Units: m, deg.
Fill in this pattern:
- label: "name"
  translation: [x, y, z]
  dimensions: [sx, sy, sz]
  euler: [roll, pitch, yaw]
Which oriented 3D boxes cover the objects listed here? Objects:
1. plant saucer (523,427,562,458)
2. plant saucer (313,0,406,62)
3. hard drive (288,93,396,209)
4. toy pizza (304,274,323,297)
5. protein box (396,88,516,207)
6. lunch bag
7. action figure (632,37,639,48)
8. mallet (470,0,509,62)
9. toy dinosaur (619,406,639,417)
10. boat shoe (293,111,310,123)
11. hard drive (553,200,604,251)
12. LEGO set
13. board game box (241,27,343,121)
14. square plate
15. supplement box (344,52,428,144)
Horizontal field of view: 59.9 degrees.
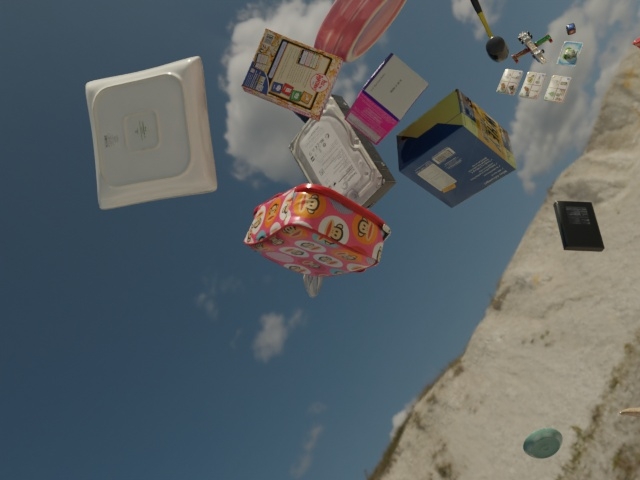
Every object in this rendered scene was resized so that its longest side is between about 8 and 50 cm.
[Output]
- label: "plant saucer"
  translation: [0.657, 0.602, 1.628]
  dimensions: [0.119, 0.021, 0.120]
  euler: [-2, -64, -4]
- label: "plant saucer"
  translation: [0.120, -0.570, 1.388]
  dimensions: [0.332, 0.084, 0.332]
  euler: [-47, -2, -2]
- label: "hard drive"
  translation: [0.052, -0.228, 1.638]
  dimensions: [0.064, 0.339, 0.237]
  euler: [-5, -31, -47]
- label: "toy pizza"
  translation: [-0.025, 0.076, 1.724]
  dimensions: [0.201, 0.032, 0.202]
  euler: [3, -90, -74]
- label: "protein box"
  translation: [0.329, -0.219, 1.362]
  dimensions: [0.201, 0.199, 0.136]
  euler: [29, -135, -30]
- label: "lunch bag"
  translation: [0.000, 0.000, 1.175]
  dimensions: [0.258, 0.293, 0.120]
  euler: [27, -112, -25]
- label: "action figure"
  translation: [0.739, -0.303, 1.067]
  dimensions: [0.091, 0.280, 0.139]
  euler: [-40, 3, 11]
- label: "mallet"
  translation: [0.313, -0.438, 1.080]
  dimensions: [0.039, 0.190, 0.062]
  euler: [-25, -2, 25]
- label: "toy dinosaur"
  translation: [0.591, 0.217, 0.876]
  dimensions: [0.295, 0.127, 0.200]
  euler: [-36, -14, -7]
- label: "boat shoe"
  translation: [0.015, -0.389, 1.854]
  dimensions: [0.109, 0.258, 0.089]
  euler: [-48, 7, -34]
- label: "hard drive"
  translation: [0.632, -0.036, 1.360]
  dimensions: [0.022, 0.094, 0.135]
  euler: [93, 179, -57]
- label: "LEGO set"
  translation: [0.621, -0.495, 1.547]
  dimensions: [0.060, 0.182, 0.244]
  euler: [38, -108, -60]
- label: "board game box"
  translation: [-0.064, -0.380, 1.278]
  dimensions: [0.045, 0.193, 0.147]
  euler: [43, -110, -86]
- label: "square plate"
  translation: [-0.448, -0.274, 1.424]
  dimensions: [0.049, 0.343, 0.348]
  euler: [2, -99, -77]
- label: "supplement box"
  translation: [0.147, -0.322, 1.299]
  dimensions: [0.111, 0.114, 0.220]
  euler: [-52, 5, -8]
